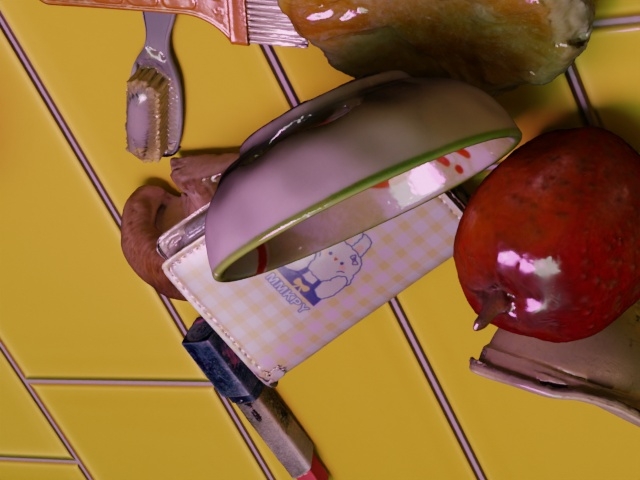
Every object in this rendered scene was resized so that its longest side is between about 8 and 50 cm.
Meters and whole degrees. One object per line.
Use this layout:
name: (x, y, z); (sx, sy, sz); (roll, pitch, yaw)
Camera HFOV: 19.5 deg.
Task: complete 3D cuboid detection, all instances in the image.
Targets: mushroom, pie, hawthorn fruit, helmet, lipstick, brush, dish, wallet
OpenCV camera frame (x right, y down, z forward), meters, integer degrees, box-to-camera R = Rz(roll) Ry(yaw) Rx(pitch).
mushroom: (-0.119, -0.001, 2.115); (0.286, 0.151, 0.156); (-4, 131, 35)
pie: (0.099, -0.225, 1.749); (0.306, 0.071, 0.306); (9, 150, 5)
hawthorn fruit: (0.227, 0.002, 1.843); (0.215, 0.250, 0.215); (40, 153, 26)
helmet: (0.301, 0.117, 1.994); (0.258, 0.137, 0.204); (20, 179, -11)
lipstick: (-0.069, 0.220, 2.397); (0.051, 0.051, 0.312); (-10, 128, 37)
brush: (-0.189, -0.182, 2.039); (0.068, 0.060, 0.296); (22, 140, 14)
dish: (0.020, -0.082, 1.771); (0.324, 0.324, 0.124); (-33, 80, 47)
wallet: (0.000, 0.000, 1.996); (0.309, 0.077, 0.223); (-36, 115, 17)
brush: (-0.163, -0.253, 1.946); (0.314, 0.017, 0.090); (8, 124, 16)
